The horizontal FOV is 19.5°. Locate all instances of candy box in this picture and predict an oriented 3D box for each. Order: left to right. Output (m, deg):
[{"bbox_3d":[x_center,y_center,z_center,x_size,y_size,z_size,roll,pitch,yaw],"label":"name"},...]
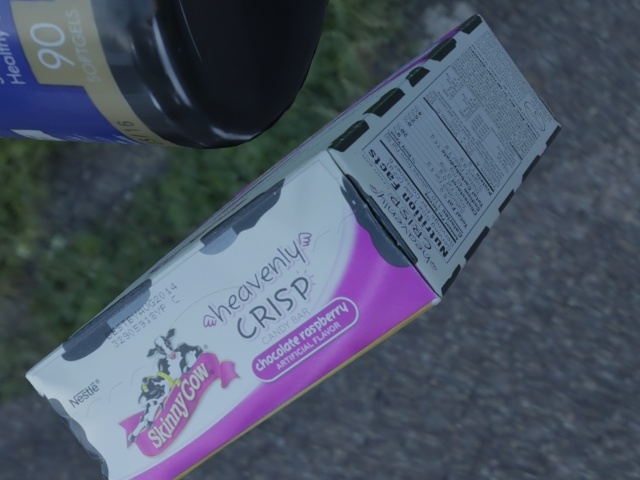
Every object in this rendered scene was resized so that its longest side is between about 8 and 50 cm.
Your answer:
[{"bbox_3d":[0.000,0.000,0.769,0.159,0.233,0.071,-36,94,26],"label":"candy box"}]

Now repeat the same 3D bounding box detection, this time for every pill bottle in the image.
[{"bbox_3d":[-0.116,-0.093,0.568,0.219,0.123,0.122,4,76,25],"label":"pill bottle"}]
